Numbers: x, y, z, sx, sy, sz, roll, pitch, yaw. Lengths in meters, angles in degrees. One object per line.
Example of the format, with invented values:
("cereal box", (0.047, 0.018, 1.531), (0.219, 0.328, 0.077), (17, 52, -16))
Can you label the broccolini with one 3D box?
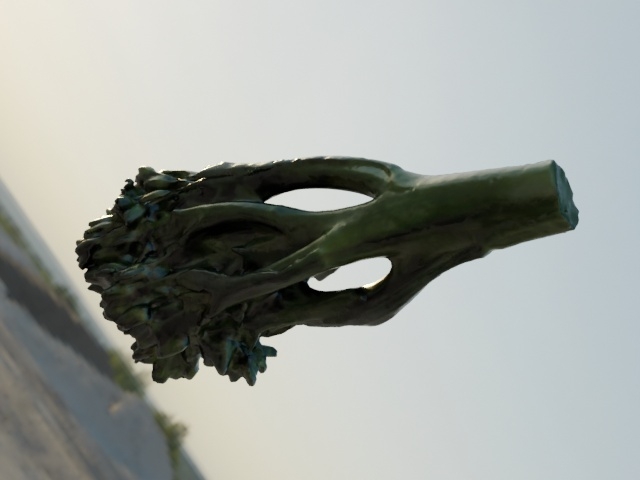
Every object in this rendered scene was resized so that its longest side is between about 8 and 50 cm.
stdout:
("broccolini", (-0.010, 0.002, 0.502), (0.202, 0.068, 0.091), (-17, -94, 44))
